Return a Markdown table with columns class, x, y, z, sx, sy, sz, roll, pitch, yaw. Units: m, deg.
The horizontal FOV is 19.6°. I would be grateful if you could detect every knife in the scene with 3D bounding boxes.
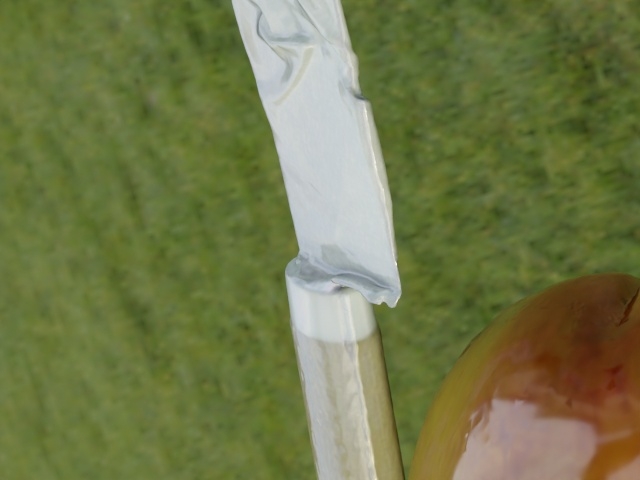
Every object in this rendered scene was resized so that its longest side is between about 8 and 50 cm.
| class | x | y | z | sx | sy | sz | roll | pitch | yaw |
| --- | --- | --- | --- | --- | --- | --- | --- | --- | --- |
| knife | 0.002 | -0.001 | 0.371 | 0.047 | 0.017 | 0.297 | 37 | 142 | 58 |

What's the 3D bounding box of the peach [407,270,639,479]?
| class | x | y | z | sx | sy | sz | roll | pitch | yaw |
| --- | --- | --- | --- | --- | --- | --- | --- | --- | --- |
| peach | 0.149 | 0.137 | 0.595 | 0.238 | 0.281 | 0.281 | -23 | 85 | 32 |
